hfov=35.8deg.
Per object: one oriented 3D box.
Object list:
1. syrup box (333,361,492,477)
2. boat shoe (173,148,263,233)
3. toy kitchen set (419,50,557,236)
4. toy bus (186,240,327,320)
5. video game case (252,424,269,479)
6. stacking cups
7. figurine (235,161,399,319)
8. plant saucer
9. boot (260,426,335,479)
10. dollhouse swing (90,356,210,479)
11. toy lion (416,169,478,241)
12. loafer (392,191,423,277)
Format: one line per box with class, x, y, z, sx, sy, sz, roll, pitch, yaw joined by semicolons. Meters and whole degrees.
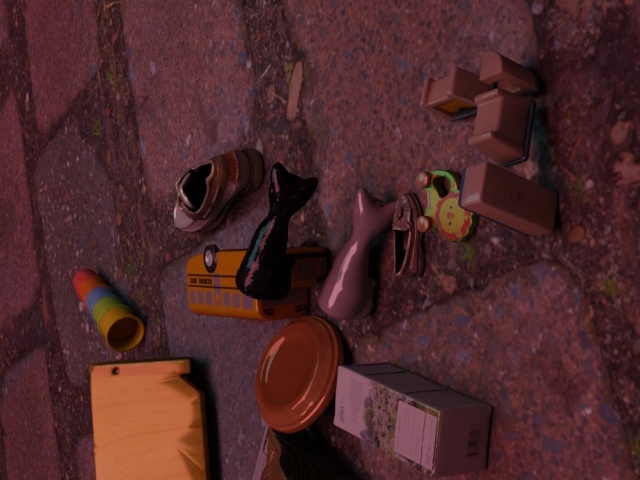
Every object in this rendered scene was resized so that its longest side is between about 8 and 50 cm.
syrup box;0.123;0.246;1.394;0.237;0.096;0.093;16;103;56
boat shoe;-0.224;-0.096;1.891;0.302;0.103;0.113;-37;61;51
toy kitchen set;0.208;-0.113;1.262;0.166;0.122;0.207;-13;61;56
toy bus;-0.118;0.069;1.736;0.333;0.108;0.130;-2;90;56
video game case;-0.061;0.451;1.751;0.193;0.023;0.212;41;124;48
stacking cups;-0.514;0.148;2.365;0.316;0.096;0.096;41;125;51
figurine;0.000;0.000;1.494;0.092;0.215;0.209;-92;18;-63
plant saucer;-0.044;0.215;1.628;0.200;0.037;0.199;-31;45;37
boot;-0.056;0.461;1.630;0.236;0.089;0.269;-119;39;-68
dollhouse swing;-0.341;0.426;2.140;0.315;0.305;0.346;-6;86;15
toy lion;0.176;-0.048;1.360;0.096;0.034;0.100;-1;91;50
loafer;0.122;-0.008;1.431;0.045;0.039;0.125;-12;82;57
